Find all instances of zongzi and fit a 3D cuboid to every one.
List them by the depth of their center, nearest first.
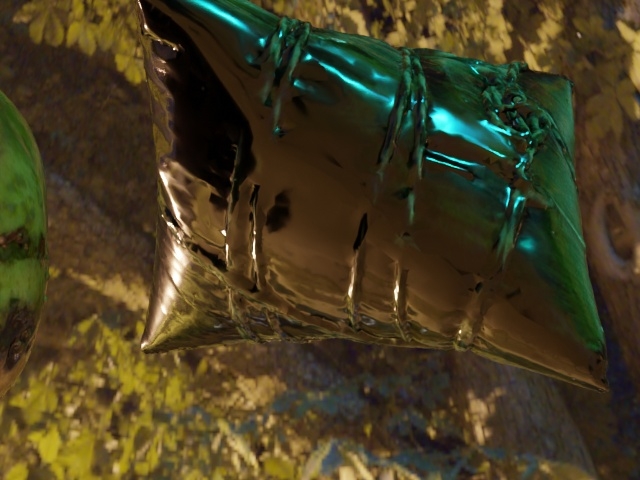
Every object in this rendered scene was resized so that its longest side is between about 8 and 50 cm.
[{"bbox_3d":[0.000,0.000,0.898,0.383,0.319,0.362,18,-49,-3],"label":"zongzi"}]

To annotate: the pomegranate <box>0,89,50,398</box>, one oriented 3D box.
[{"bbox_3d":[-0.295,-0.002,0.708,0.281,0.281,0.281,-1,-56,-2],"label":"pomegranate"}]
